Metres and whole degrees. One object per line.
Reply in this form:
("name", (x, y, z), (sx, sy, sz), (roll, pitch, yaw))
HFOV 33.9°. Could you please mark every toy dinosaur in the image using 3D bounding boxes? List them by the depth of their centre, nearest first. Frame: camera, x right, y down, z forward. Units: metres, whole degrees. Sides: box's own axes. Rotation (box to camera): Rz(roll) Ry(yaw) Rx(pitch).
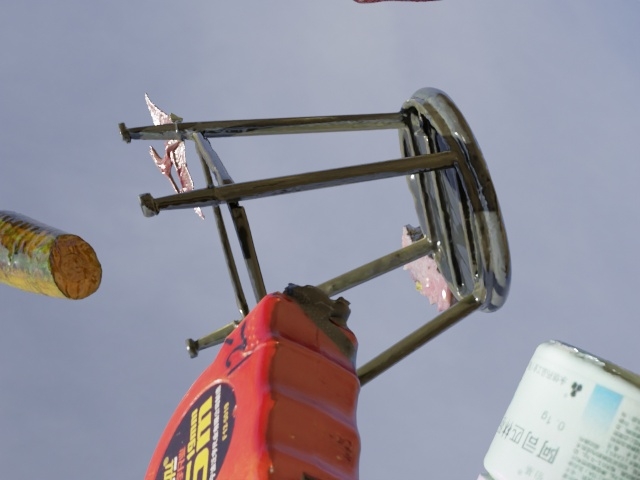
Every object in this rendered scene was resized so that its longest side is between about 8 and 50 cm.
("toy dinosaur", (-0.208, -0.125, 1.487), (0.032, 0.108, 0.220), (-9, -118, -32))

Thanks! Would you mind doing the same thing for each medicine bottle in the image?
("medicine bottle", (0.180, 0.168, 0.728), (0.135, 0.135, 0.168), (25, -91, -18))

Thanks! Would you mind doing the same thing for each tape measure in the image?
("tape measure", (-0.063, 0.201, 0.928), (0.114, 0.260, 0.253), (29, -148, -21))

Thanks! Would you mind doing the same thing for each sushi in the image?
("sushi", (0.244, 0.044, 1.891), (0.161, 0.107, 0.241), (-7, -155, -16))

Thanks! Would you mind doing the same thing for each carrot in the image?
("carrot", (-0.315, 0.013, 1.130), (0.082, 0.173, 0.082), (-21, -65, -54))

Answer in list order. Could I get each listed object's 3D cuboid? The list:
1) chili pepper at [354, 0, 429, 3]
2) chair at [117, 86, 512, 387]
("chili pepper", (0.099, -0.242, 0.989), (0.178, 0.045, 0.027), (-1, -132, 2))
("chair", (0.000, 0.000, 1.345), (0.410, 0.362, 0.365), (-18, -68, -8))
